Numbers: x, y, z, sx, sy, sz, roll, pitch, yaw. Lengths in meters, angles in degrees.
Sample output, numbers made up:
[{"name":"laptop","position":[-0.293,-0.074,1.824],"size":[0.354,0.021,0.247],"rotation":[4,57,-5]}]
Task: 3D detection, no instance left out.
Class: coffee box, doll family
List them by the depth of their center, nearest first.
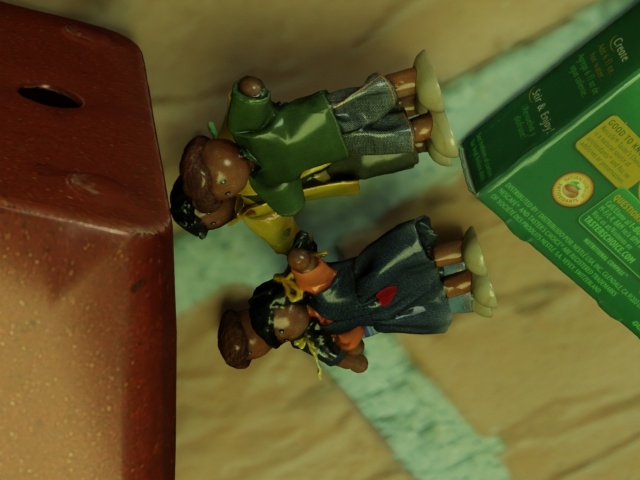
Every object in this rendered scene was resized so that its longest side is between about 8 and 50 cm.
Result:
[{"name":"coffee box","position":[0.158,-0.050,0.598],"size":[0.184,0.040,0.113],"rotation":[-39,122,22]},{"name":"doll family","position":[0.000,0.000,0.600],"size":[0.111,0.076,0.193],"rotation":[-19,130,2]}]

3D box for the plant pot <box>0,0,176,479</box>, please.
[{"name":"plant pot","position":[-0.168,0.046,0.516],"size":[0.267,0.267,0.235],"rotation":[13,112,-15]}]
